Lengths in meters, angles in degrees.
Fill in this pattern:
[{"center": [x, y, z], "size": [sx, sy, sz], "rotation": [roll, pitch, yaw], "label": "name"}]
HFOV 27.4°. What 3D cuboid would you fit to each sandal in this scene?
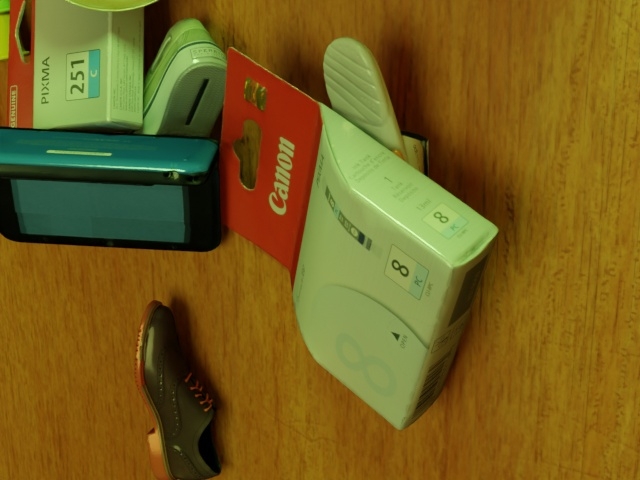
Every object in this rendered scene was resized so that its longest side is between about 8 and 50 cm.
[{"center": [0.077, -0.114, 1.458], "size": [0.102, 0.076, 0.265], "rotation": [17, 133, 40], "label": "sandal"}]

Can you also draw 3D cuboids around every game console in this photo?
[{"center": [-0.271, -0.040, 1.575], "size": [0.293, 0.250, 0.173], "rotation": [2, 106, 0], "label": "game console"}]

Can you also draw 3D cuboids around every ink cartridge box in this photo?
[{"center": [0.000, 0.000, 1.505], "size": [0.385, 0.091, 0.308], "rotation": [36, 144, 20], "label": "ink cartridge box"}, {"center": [-0.333, -0.280, 1.658], "size": [0.261, 0.066, 0.296], "rotation": [-2, 86, 37], "label": "ink cartridge box"}]

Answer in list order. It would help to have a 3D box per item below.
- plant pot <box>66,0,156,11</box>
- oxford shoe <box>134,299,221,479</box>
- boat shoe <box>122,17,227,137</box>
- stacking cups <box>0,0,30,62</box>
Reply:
[{"center": [-0.248, -0.383, 1.545], "size": [0.236, 0.236, 0.032], "rotation": [62, 172, 0], "label": "plant pot"}, {"center": [-0.190, 0.207, 1.809], "size": [0.098, 0.097, 0.271], "rotation": [0, 114, 17], "label": "oxford shoe"}, {"center": [-0.193, -0.147, 1.661], "size": [0.302, 0.109, 0.094], "rotation": [-55, 39, 38], "label": "boat shoe"}, {"center": [-0.483, -0.394, 1.780], "size": [0.096, 0.096, 0.316], "rotation": [-8, 100, 40], "label": "stacking cups"}]
